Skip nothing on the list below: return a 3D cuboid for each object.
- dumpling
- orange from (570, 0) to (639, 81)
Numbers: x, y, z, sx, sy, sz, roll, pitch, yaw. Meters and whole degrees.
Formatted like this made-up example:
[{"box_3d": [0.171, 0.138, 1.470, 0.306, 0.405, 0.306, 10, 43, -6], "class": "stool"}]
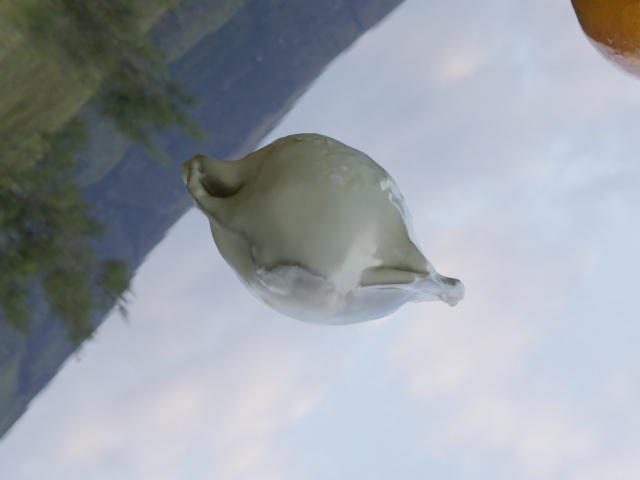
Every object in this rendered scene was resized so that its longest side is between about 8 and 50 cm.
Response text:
[{"box_3d": [0.000, 0.000, 0.958, 0.193, 0.258, 0.147, 71, 44, -74], "class": "dumpling"}, {"box_3d": [0.412, -0.298, 1.323, 0.261, 0.261, 0.261, -35, -158, 16], "class": "orange"}]
